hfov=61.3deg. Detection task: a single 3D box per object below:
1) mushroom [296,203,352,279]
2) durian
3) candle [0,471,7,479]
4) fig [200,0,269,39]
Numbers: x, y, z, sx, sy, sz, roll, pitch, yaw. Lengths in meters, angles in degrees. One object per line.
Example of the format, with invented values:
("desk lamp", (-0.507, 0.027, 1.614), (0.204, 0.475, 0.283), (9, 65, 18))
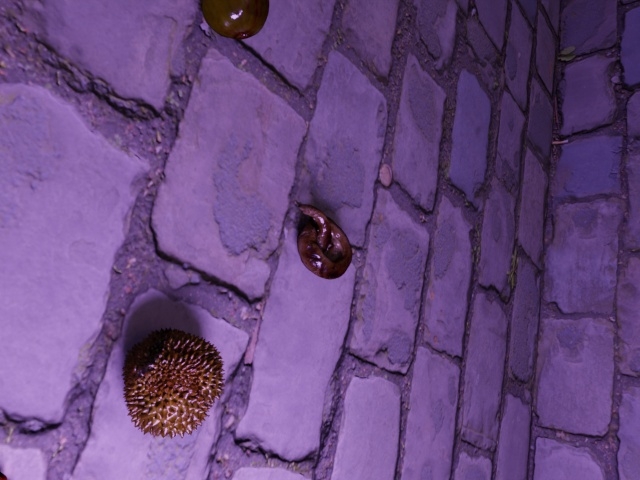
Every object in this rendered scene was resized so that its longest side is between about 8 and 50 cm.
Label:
("mushroom", (-0.002, 0.000, 1.109), (0.170, 0.080, 0.135), (66, 32, -19))
("durian", (-0.218, 0.210, 0.797), (0.168, 0.137, 0.158), (47, 32, -46))
("candle", (-0.426, 0.255, 0.631), (0.026, 0.021, 0.167), (-45, 122, -18))
("fig", (-0.167, -0.475, 0.959), (0.124, 0.124, 0.236), (-10, 81, -49))
